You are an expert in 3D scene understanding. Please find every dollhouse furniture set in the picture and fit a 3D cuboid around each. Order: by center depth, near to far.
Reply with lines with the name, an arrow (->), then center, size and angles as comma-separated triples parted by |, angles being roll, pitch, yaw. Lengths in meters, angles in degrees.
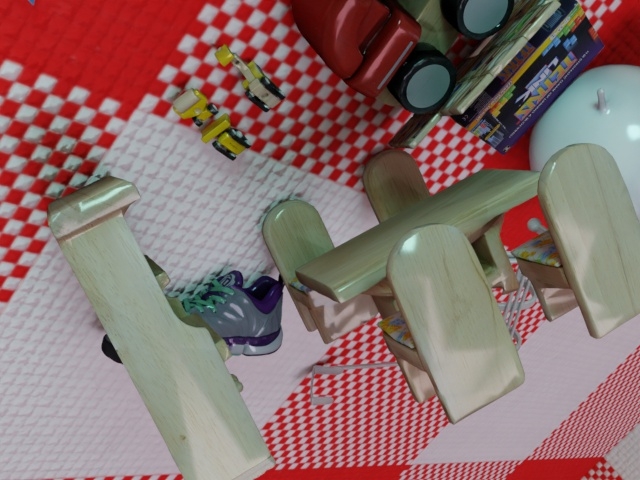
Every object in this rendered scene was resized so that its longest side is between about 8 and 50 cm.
dollhouse furniture set -> 0.000, 0.000, 0.756 | 0.394, 0.362, 0.256 | -28, 104, -13

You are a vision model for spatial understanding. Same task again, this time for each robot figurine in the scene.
robot figurine -> 0.395, -0.105, 1.068 | 0.353, 0.200, 0.300 | 3, 111, -46

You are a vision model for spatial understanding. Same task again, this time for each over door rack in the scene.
over door rack -> 0.133, 0.084, 1.153 | 0.324, 0.108, 0.239 | -11, 138, -12

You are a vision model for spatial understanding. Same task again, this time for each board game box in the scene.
board game box -> 0.225, -0.183, 0.947 | 0.170, 0.048, 0.141 | -49, 153, 15

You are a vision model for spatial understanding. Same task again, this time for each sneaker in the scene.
sneaker -> -0.134, 0.078, 0.937 | 0.224, 0.083, 0.098 | -2, 109, -43

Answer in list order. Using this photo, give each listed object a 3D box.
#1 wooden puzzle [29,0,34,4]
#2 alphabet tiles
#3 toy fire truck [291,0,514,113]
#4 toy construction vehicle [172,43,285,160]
wooden puzzle -> -0.183, -0.224, 0.586 | 0.116, 0.014, 0.078 | -44, 141, 8
alphabet tiles -> 0.145, -0.161, 0.802 | 0.198, 0.009, 0.237 | -48, -174, 3
toy fire truck -> 0.050, -0.234, 0.683 | 0.246, 0.158, 0.217 | 21, 116, -38
toy construction vehicle -> -0.083, -0.126, 0.774 | 0.086, 0.035, 0.098 | -37, 144, 18
